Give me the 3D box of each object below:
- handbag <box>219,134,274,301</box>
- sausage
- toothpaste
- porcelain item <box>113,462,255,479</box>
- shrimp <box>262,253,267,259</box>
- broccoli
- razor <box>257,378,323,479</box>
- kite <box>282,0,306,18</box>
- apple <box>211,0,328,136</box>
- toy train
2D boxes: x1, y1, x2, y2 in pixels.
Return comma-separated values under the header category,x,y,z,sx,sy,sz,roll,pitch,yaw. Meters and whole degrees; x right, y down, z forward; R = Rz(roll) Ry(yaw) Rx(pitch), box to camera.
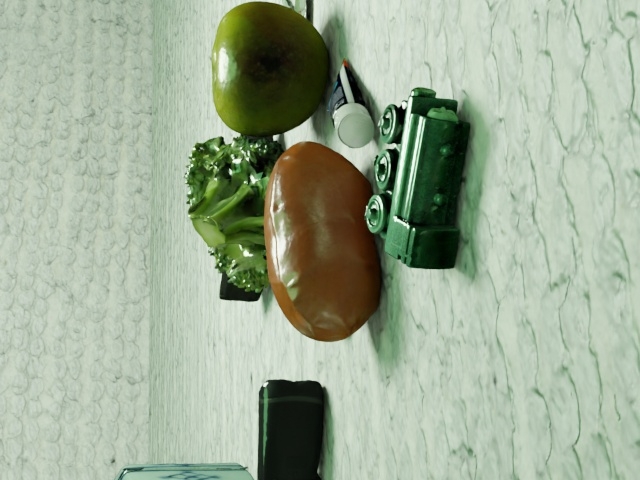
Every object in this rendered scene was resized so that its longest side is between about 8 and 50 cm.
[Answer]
category,x,y,z,sx,sy,sz,roll,pitch,yaw
handbag,-0.109,-0.046,1.880,0.247,0.080,0.223,107,167,-47
sausage,-0.003,0.000,1.365,0.133,0.133,0.258,118,151,-57
toothpaste,0.032,-0.170,1.446,0.193,0.045,0.071,-106,32,-66
porcelain item,-0.202,0.468,1.691,0.157,0.281,0.286,-168,80,-73
shrimp,-0.034,0.034,1.459,0.174,0.076,0.082,71,-164,8
broccoli,-0.095,-0.042,1.594,0.198,0.226,0.176,-44,13,38
razor,-0.040,0.254,1.509,0.054,0.090,0.148,-8,79,62
kite,-0.041,-0.341,1.804,0.250,0.012,0.229,-109,26,-56
apple,-0.074,-0.236,1.620,0.196,0.156,0.196,-173,90,-78
toy train,0.098,-0.060,1.127,0.111,0.071,0.171,-146,62,-62
